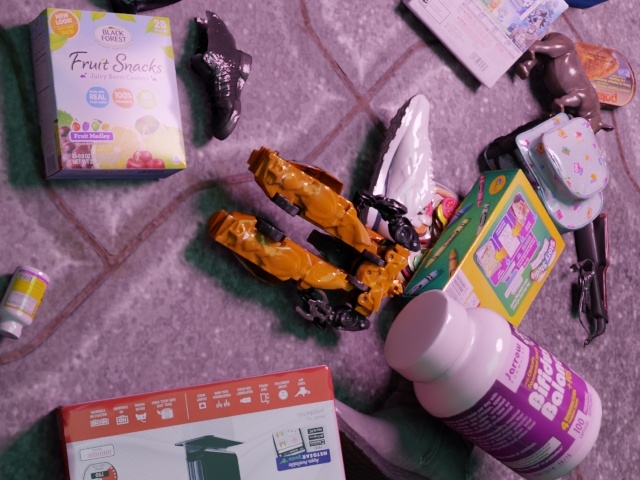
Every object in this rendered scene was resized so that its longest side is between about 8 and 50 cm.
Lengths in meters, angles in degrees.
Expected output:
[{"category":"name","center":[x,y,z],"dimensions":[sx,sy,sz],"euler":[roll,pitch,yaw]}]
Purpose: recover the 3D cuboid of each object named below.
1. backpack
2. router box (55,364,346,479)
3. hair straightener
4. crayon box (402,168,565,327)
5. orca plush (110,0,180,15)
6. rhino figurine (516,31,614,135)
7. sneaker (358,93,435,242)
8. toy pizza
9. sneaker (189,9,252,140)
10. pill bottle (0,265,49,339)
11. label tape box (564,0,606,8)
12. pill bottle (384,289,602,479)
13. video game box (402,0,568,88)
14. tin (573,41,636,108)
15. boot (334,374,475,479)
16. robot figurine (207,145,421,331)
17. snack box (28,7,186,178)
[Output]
[{"category":"backpack","center":[0.382,-0.102,1.917],"dimensions":[0.166,0.144,0.188],"euler":[-28,100,-42]},{"category":"router box","center":[-0.133,0.324,1.434],"dimensions":[0.335,0.082,0.301],"euler":[-8,85,-18]},{"category":"hair straightener","center":[0.448,0.062,1.998],"dimensions":[0.089,0.047,0.230],"euler":[9,80,-34]},{"category":"crayon box","center":[0.255,0.043,1.795],"dimensions":[0.165,0.081,0.278],"euler":[54,55,-27]},{"category":"orca plush","center":[-0.174,-0.410,1.599],"dimensions":[0.287,0.102,0.151],"euler":[-36,102,-35]},{"category":"rhino figurine","center":[0.423,-0.242,1.991],"dimensions":[0.106,0.073,0.243],"euler":[-36,103,-25]},{"category":"sneaker","center":[0.130,-0.103,1.753],"dimensions":[0.095,0.090,0.235],"euler":[19,80,-5]},{"category":"toy pizza","center":[0.174,0.003,1.812],"dimensions":[0.201,0.032,0.201],"euler":[8,77,-35]},{"category":"sneaker","center":[-0.147,-0.226,1.618],"dimensions":[0.089,0.051,0.170],"euler":[27,61,-29]},{"category":"pill bottle","center":[-0.359,0.075,1.406],"dimensions":[0.043,0.043,0.083],"euler":[31,65,-27]},{"category":"label tape box","center":[0.394,-0.594,2.043],"dimensions":[0.249,0.115,0.347],"euler":[-2,80,-35]},{"category":"pill bottle","center":[0.237,0.198,1.639],"dimensions":[0.301,0.169,0.169],"euler":[36,62,-24]},{"category":"video game box","center":[0.265,-0.381,1.888],"dimensions":[0.187,0.048,0.205],"euler":[-45,112,7]},{"category":"tin","center":[0.488,-0.291,2.096],"dimensions":[0.190,0.040,0.106],"euler":[5,74,-35]},{"category":"boot","center":[0.100,0.248,1.679],"dimensions":[0.338,0.118,0.222],"euler":[42,53,-30]},{"category":"robot figurine","center":[0.000,0.000,1.629],"dimensions":[0.291,0.085,0.211],"euler":[32,93,-28]},{"category":"snack box","center":[-0.272,-0.185,1.504],"dimensions":[0.174,0.070,0.207],"euler":[-4,81,-35]}]
